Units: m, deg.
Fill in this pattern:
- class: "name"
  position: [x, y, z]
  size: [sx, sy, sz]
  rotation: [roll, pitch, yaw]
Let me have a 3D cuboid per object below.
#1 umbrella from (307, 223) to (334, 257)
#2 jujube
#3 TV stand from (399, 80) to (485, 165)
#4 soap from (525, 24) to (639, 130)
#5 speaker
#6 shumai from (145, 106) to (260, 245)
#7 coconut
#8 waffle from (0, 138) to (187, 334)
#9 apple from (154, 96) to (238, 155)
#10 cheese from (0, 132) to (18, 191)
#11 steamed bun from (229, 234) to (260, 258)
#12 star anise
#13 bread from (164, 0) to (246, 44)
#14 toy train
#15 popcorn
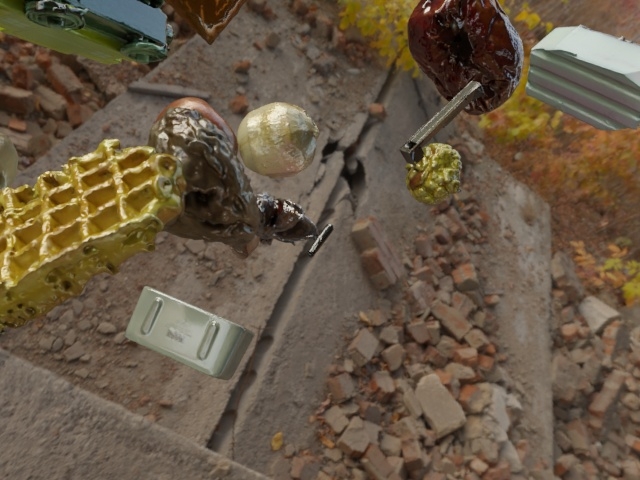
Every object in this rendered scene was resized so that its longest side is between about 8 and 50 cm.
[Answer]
- class: "umbrella"
  position: [0.000, 0.001, 1.625]
  size: [0.031, 0.036, 0.133]
  rotation: [25, 66, 29]
- class: "jujube"
  position: [0.420, -0.546, 1.444]
  size: [0.376, 0.276, 0.277]
  rotation: [37, 42, -34]
- class: "TV stand"
  position: [0.304, -0.290, 1.245]
  size: [0.049, 0.256, 0.040]
  rotation: [51, -8, -37]
- class: "soap"
  position: [0.494, -0.291, 0.903]
  size: [0.091, 0.145, 0.230]
  rotation: [-43, 58, -11]
- class: "speaker"
  position: [-0.448, 0.317, 1.713]
  size: [0.405, 0.183, 0.184]
  rotation: [19, 76, 15]
- class: "shumai"
  position: [-0.186, -0.055, 0.655]
  size: [0.175, 0.166, 0.206]
  rotation: [-37, 134, -17]
- class: "coconut"
  position: [-0.093, -0.237, 1.195]
  size: [0.194, 0.194, 0.195]
  rotation: [23, 49, -30]
- class: "waffle"
  position: [-0.230, -0.026, 0.493]
  size: [0.160, 0.210, 0.055]
  rotation: [54, -8, 43]
- class: "apple"
  position: [-0.379, -0.290, 1.509]
  size: [0.253, 0.253, 0.254]
  rotation: [23, 49, -30]
- class: "cheese"
  position: [-0.909, -0.121, 1.329]
  size: [0.129, 0.351, 0.328]
  rotation: [6, 32, 0]
- class: "steamed bun"
  position: [-0.294, -0.027, 1.936]
  size: [0.106, 0.175, 0.145]
  rotation: [13, 42, 18]
- class: "star anise"
  position: [-0.153, -0.081, 1.456]
  size: [0.315, 0.359, 0.139]
  rotation: [8, 70, -6]
- class: "bread"
  position: [-0.094, -0.458, 0.680]
  size: [0.138, 0.361, 0.077]
  rotation: [34, 15, -35]
- class: "toy train"
  position: [-0.532, -0.501, 1.091]
  size: [0.442, 0.272, 0.179]
  rotation: [-5, 97, -66]
- class: "popcorn"
  position: [0.387, -0.224, 1.721]
  size: [0.169, 0.189, 0.218]
  rotation: [23, 76, -9]
